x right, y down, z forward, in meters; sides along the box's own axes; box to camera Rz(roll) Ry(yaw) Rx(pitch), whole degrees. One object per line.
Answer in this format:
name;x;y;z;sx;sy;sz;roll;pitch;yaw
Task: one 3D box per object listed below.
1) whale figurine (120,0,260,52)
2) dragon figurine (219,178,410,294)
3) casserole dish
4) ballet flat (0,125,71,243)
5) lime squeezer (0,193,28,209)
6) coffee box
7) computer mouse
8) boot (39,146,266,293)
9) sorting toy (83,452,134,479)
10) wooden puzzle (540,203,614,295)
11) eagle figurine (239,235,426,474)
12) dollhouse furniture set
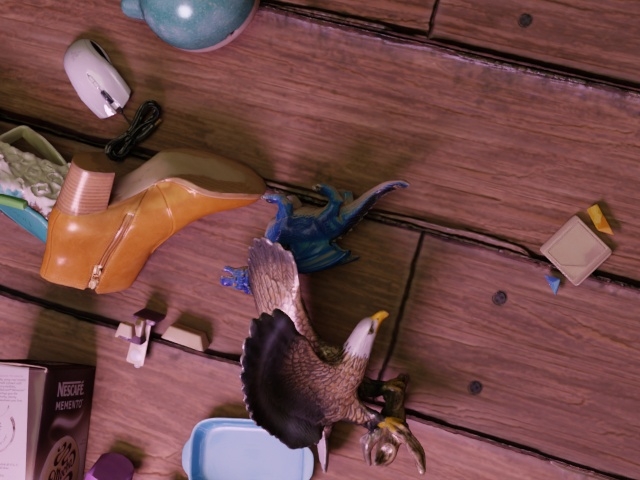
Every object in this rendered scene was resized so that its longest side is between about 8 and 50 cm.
whale figurine;-0.206;-0.397;1.710;0.216;0.141;0.272;-37;77;8
dragon figurine;0.000;0.000;1.650;0.289;0.085;0.144;-10;85;17
casserole dish;-0.097;0.303;1.673;0.188;0.037;0.114;1;85;15
ballet flat;-0.495;-0.129;1.781;0.409;0.147;0.147;31;93;12
lime squeezer;-0.538;-0.039;1.722;0.310;0.059;0.110;-24;90;39
coffee box;-0.413;0.315;1.682;0.118;0.168;0.297;5;87;14
computer mouse;-0.319;-0.218;1.772;0.106;0.042;0.193;-41;77;8
boot;-0.238;-0.020;1.702;0.104;0.295;0.211;-116;37;-45
sorting toy;-0.180;0.434;1.666;0.365;0.127;0.126;27;121;17
wooden puzzle;0.340;0.013;1.605;0.116;0.014;0.078;-38;73;8
eagle figurine;-0.005;0.158;1.550;0.298;0.226;0.225;31;73;-21
dollhouse furniture set;-0.224;0.159;1.702;0.114;0.091;0.081;17;104;12
